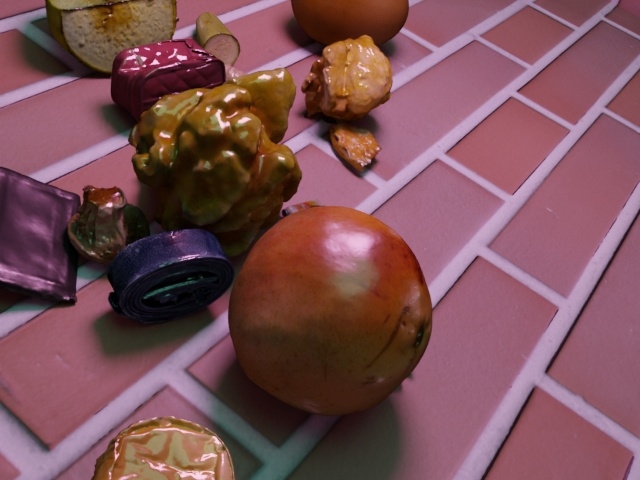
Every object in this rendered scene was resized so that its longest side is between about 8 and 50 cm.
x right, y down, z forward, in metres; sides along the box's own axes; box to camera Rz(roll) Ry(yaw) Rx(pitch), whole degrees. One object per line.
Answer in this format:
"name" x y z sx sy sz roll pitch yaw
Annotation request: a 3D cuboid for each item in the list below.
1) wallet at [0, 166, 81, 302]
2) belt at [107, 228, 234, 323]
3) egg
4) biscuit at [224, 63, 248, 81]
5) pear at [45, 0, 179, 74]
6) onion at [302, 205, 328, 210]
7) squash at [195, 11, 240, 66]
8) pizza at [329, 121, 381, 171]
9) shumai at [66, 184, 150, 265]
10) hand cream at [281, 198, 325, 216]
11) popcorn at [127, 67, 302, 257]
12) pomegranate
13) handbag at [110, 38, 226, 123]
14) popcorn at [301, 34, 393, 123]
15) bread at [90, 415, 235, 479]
"wallet" -0.529 -0.034 1.084 0.323 0.041 0.247 18 40 -31
"belt" -0.232 0.058 1.089 0.190 0.141 0.082 -12 50 -29
"egg" 0.079 -0.620 1.829 0.322 0.250 0.250 7 43 -27
"biscuit" -0.254 -0.390 1.605 0.219 0.055 0.061 22 28 3
"pear" -0.485 -0.503 1.560 0.292 0.159 0.292 5 44 -5
"onion" 0.000 0.000 1.256 0.131 0.131 0.131 11 43 -10
"squash" -0.261 -0.504 1.714 0.094 0.094 0.224 -1 38 -21
"pizza" 0.077 -0.209 1.561 0.099 0.036 0.160 -9 51 -28
"shumai" -0.344 -0.036 1.157 0.145 0.116 0.145 18 36 -14
"hand cream" -0.033 -0.064 1.382 0.102 0.022 0.035 -16 46 -38
"popcorn" -0.153 -0.128 1.236 0.321 0.326 0.290 -27 56 9
"pomegranate" 0.006 0.102 1.047 0.319 0.319 0.319 11 43 -10
"handbag" -0.311 -0.323 1.452 0.225 0.146 0.135 -22 51 -36
"popcorn" 0.070 -0.359 1.597 0.190 0.191 0.253 28 43 9
"bread" -0.196 0.341 0.817 0.179 0.133 0.250 7 45 -15
